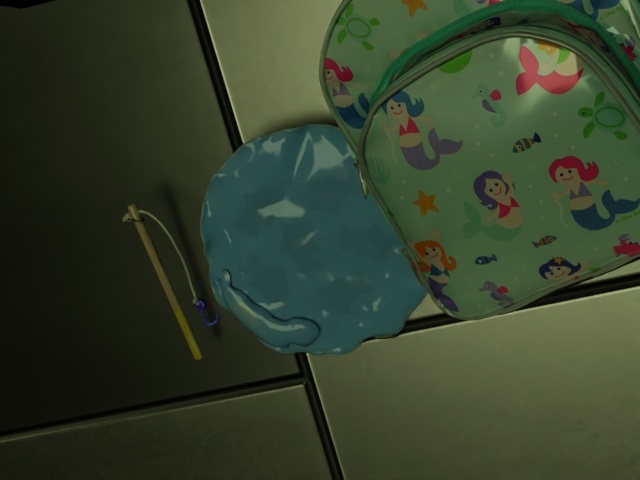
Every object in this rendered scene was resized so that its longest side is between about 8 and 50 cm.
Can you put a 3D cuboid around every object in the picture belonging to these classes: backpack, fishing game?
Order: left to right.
[{"bbox_3d":[0.000,0.000,0.994,0.264,0.041,0.189,-23,105,14],"label":"fishing game"},{"bbox_3d":[0.124,-0.089,0.837,0.225,0.191,0.254,-24,102,27],"label":"backpack"}]

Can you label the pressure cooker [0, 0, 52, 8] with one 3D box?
[{"bbox_3d":[-0.114,-0.375,0.748,0.375,0.370,0.421,-9,102,35],"label":"pressure cooker"}]
